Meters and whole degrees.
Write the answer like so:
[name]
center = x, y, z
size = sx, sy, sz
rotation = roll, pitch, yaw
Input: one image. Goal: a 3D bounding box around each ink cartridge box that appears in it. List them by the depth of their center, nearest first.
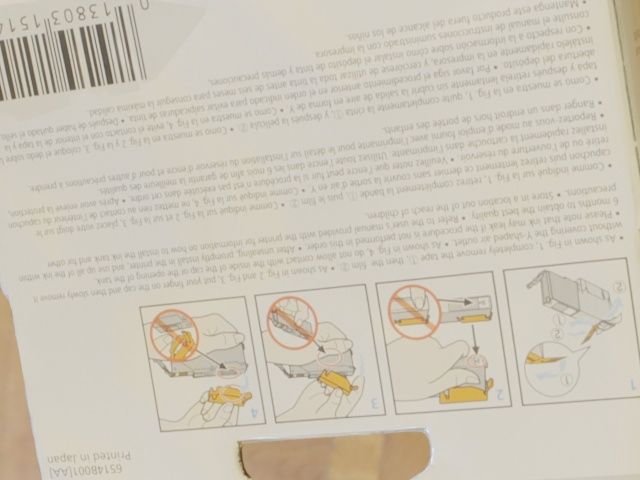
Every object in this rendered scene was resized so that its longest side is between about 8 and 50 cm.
[ink cartridge box]
center = 0.000, 0.000, 0.783
size = 0.296, 0.066, 0.261
rotation = -6, 101, 22
